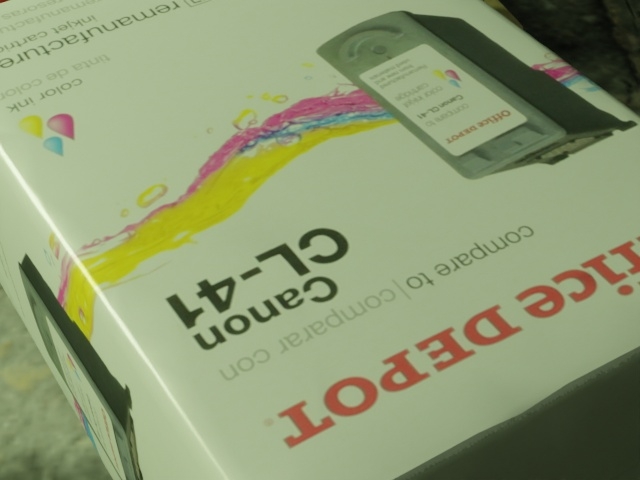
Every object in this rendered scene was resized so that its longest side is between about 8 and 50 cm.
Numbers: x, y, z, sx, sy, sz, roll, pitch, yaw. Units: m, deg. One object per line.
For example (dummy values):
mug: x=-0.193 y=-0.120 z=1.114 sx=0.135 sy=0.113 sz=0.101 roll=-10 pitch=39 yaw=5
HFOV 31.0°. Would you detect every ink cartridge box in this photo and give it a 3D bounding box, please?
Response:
ink cartridge box: x=0.000 y=0.000 z=0.470 sx=0.226 sy=0.131 sz=0.306 roll=-23 pitch=46 yaw=-22

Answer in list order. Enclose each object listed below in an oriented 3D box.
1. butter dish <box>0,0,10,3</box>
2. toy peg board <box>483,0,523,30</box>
butter dish: x=-0.183 y=-0.161 z=0.665 sx=0.160 sy=0.118 sz=0.160 roll=35 pitch=37 yaw=-21
toy peg board: x=0.017 y=-0.171 z=0.691 sx=0.161 sy=0.079 sz=0.161 roll=-15 pitch=44 yaw=-15
